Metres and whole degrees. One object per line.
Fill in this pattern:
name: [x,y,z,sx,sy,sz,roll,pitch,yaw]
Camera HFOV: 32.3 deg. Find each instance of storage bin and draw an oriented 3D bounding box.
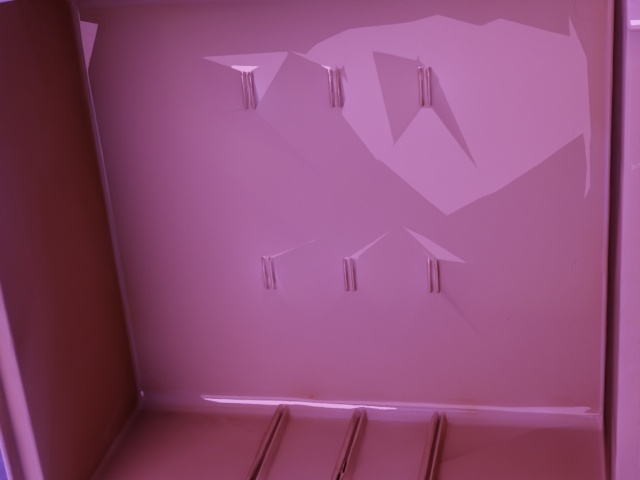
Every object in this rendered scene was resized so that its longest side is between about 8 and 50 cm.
storage bin: [0.000,0.000,0.457,0.262,0.123,0.260,1,115,13]

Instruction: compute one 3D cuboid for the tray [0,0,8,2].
tray: [-0.051,-0.164,0.395,0.270,0.030,0.145,-11,85,2]
